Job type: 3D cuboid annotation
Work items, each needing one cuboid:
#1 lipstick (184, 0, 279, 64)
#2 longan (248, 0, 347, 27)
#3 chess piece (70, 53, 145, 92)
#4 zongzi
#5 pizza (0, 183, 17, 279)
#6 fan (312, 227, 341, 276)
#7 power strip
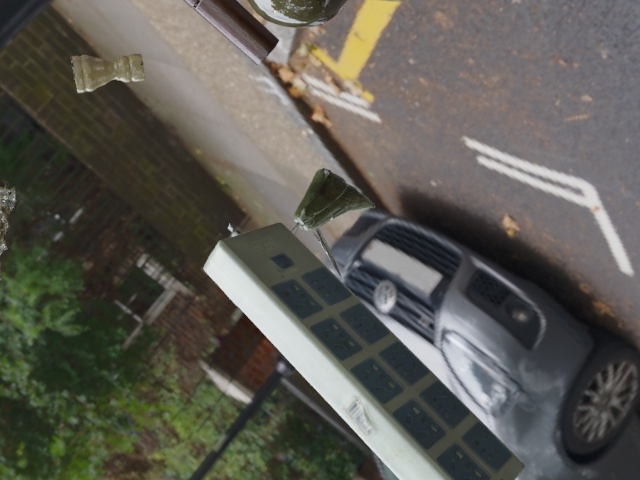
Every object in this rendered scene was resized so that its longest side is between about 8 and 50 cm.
[{"bbox_3d":[-0.211,-0.399,1.236,0.357,0.057,0.057,40,170,-16],"label":"lipstick"},{"bbox_3d":[-0.049,-0.562,1.778,0.248,0.248,0.248,37,169,8],"label":"longan"},{"bbox_3d":[-0.374,-0.301,1.471,0.066,0.122,0.066,169,90,-77],"label":"chess piece"},{"bbox_3d":[0.019,-0.036,1.471,0.130,0.154,0.062,35,160,-22],"label":"zongzi"},{"bbox_3d":[-0.567,0.120,1.160,0.080,0.391,0.435,12,170,-43],"label":"pizza"},{"bbox_3d":[-0.001,0.000,1.951,0.329,0.009,0.190,31,-147,-84],"label":"fan"},{"bbox_3d":[0.032,0.110,0.767,0.367,0.043,0.106,44,-149,17],"label":"power strip"}]
